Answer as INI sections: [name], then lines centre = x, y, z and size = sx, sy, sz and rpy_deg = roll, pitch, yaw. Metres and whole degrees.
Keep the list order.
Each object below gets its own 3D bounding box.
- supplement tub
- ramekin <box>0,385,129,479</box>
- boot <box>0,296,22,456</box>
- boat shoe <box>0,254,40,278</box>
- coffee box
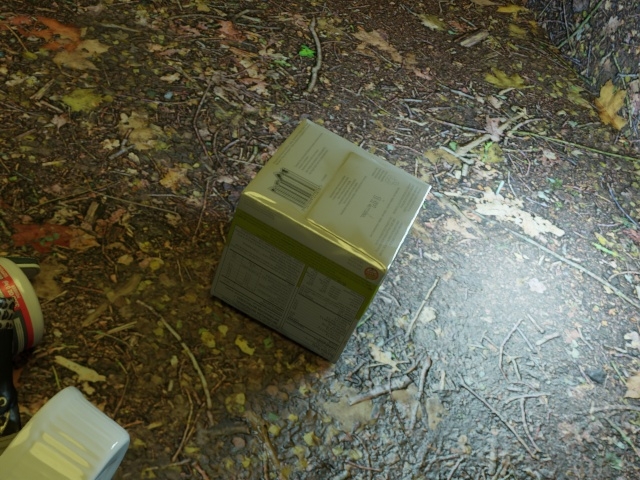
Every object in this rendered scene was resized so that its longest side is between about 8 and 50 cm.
[supplement tub]
centre = -0.682, 0.161, 1.490
size = 0.272, 0.191, 0.191
rpy_deg = -27, 60, -38
[ramekin]
centre = -0.435, 0.391, 1.300
size = 0.135, 0.277, 0.277
rpy_deg = 32, 44, 2
[boot]
centre = -0.652, 0.229, 1.282
size = 0.377, 0.138, 0.284
rpy_deg = 5, 84, -49
[boat shoe]
centre = -0.721, 0.052, 1.662
size = 0.254, 0.095, 0.079
rpy_deg = -7, 60, -14
[coffee box]
centre = 0.000, 0.000, 1.799
size = 0.338, 0.334, 0.337
rpy_deg = 28, 43, 6
